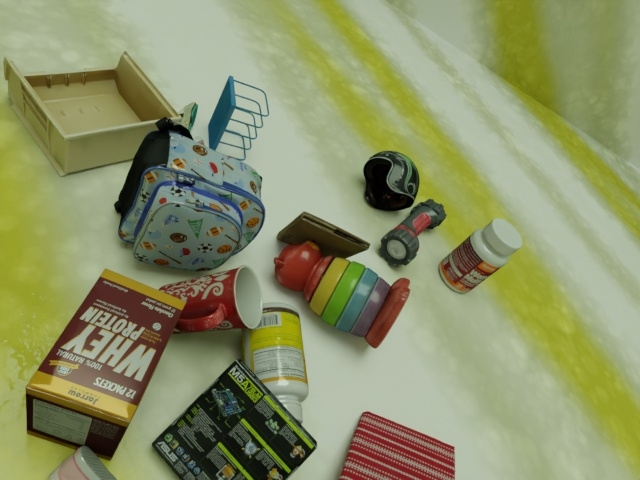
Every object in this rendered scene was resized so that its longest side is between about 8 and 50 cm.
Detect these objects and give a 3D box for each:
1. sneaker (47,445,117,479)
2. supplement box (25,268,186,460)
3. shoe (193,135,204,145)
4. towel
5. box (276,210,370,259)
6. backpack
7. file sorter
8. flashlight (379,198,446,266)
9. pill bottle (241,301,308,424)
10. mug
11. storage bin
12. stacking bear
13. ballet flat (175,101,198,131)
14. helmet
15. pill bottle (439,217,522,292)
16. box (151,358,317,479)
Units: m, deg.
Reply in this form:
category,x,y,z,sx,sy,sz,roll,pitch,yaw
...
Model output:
category,x,y,z,sx,sy,sz,roll,pitch,yaw
sneaker,-0.325,0.362,0.630,0.070,0.051,0.134,-35,97,-13
supplement box,-0.316,0.187,0.671,0.129,0.194,0.191,26,45,-12
shoe,-0.306,-0.173,1.080,0.081,0.063,0.178,31,49,-8
towel,0.134,0.429,0.785,0.198,0.031,0.275,19,24,12
box,0.000,0.000,1.036,0.164,0.201,0.021,24,70,-15
backpack,-0.243,-0.066,0.897,0.263,0.276,0.213,8,55,-36
file sorter,-0.216,-0.311,1.173,0.104,0.170,0.118,10,50,-29
flashlight,0.282,-0.031,1.310,0.304,0.103,0.103,-34,103,-46
pill bottle,-0.086,0.233,0.837,0.117,0.117,0.215,10,50,-26
mug,-0.209,0.109,0.798,0.150,0.169,0.113,34,48,-69
storage bin,-0.507,-0.300,1.009,0.262,0.123,0.260,-28,73,-43
stacking bear,0.033,0.100,1.001,0.289,0.164,0.175,29,10,7
ballet flat,-0.355,-0.307,1.164,0.052,0.057,0.168,10,49,-13
helmet,0.212,-0.185,1.349,0.169,0.169,0.162,11,65,-25
pill bottle,0.445,0.044,1.260,0.121,0.221,0.121,17,47,-20
box,-0.134,0.321,0.714,0.190,0.045,0.184,44,79,8
